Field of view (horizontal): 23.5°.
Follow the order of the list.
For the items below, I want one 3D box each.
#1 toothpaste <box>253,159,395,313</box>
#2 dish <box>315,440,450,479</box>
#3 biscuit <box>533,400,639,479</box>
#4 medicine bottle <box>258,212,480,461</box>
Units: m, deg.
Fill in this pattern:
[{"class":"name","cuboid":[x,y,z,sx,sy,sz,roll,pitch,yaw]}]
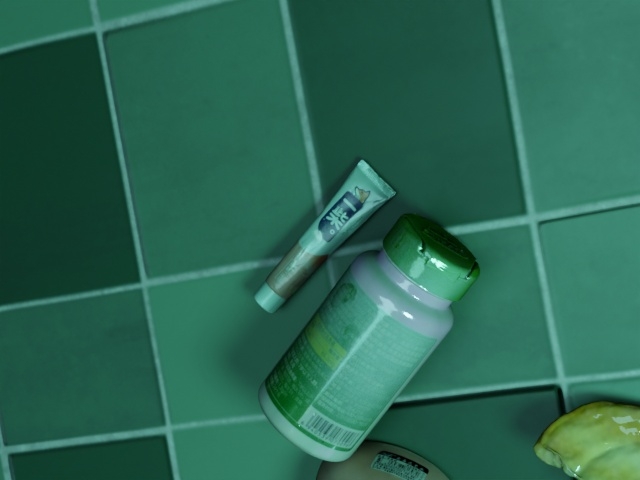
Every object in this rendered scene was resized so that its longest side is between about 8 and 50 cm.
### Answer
[{"class":"toothpaste","cuboid":[0.000,0.000,1.761,0.056,0.036,0.205,46,106,13]},{"class":"dish","cuboid":[0.052,0.335,1.736,0.213,0.090,0.213,2,95,24]},{"class":"biscuit","cuboid":[0.371,0.268,1.583,0.154,0.045,0.299,-37,64,-13]},{"class":"medicine bottle","cuboid":[0.056,0.104,1.691,0.133,0.133,0.274,42,110,15]}]
